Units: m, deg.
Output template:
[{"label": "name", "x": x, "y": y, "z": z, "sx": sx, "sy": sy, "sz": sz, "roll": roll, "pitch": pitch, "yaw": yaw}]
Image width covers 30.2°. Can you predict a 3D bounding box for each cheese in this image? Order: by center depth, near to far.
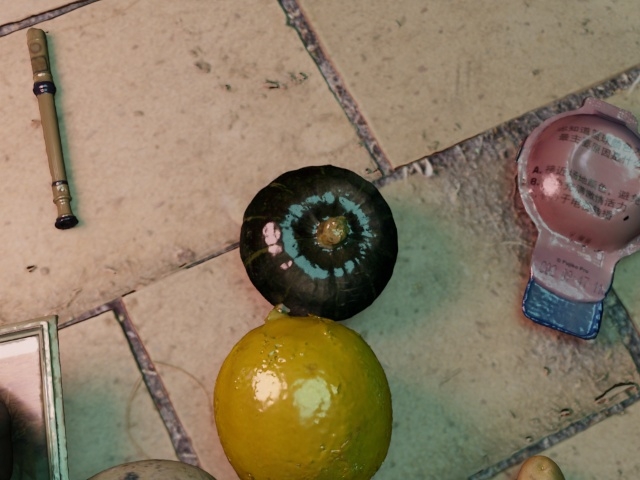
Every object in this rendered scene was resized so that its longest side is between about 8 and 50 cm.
[{"label": "cheese", "x": 0.299, "y": -0.031, "z": 1.333, "sx": 0.189, "sy": 0.074, "sz": 0.286, "roll": 18, "pitch": 71, "yaw": -5}]

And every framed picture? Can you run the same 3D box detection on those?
[{"label": "framed picture", "x": -0.360, "y": 0.193, "z": 1.085, "sx": 0.274, "sy": 0.017, "sz": 0.217, "roll": -13, "pitch": 72, "yaw": 8}]

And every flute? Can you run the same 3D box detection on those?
[{"label": "flute", "x": -0.289, "y": -0.124, "z": 1.267, "sx": 0.027, "sy": 0.027, "sz": 0.233, "roll": -8, "pitch": 72, "yaw": -15}]

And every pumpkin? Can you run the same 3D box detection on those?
[{"label": "pumpkin", "x": -0.001, "y": 0.001, "z": 1.230, "sx": 0.167, "sy": 0.125, "sz": 0.167, "roll": -3, "pitch": 63, "yaw": 6}]

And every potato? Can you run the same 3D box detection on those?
[{"label": "potato", "x": 0.231, "y": 0.264, "z": 1.216, "sx": 0.083, "sy": 0.062, "sz": 0.068, "roll": 51, "pitch": 39, "yaw": 9}]

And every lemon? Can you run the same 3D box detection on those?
[{"label": "lemon", "x": -0.015, "y": 0.167, "z": 1.141, "sx": 0.173, "sy": 0.173, "sz": 0.206, "roll": -14, "pitch": 70, "yaw": -16}]

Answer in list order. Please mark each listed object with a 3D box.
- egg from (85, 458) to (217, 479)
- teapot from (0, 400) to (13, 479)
[{"label": "egg", "x": -0.163, "y": 0.273, "z": 1.092, "sx": 0.181, "sy": 0.141, "sz": 0.141, "roll": 0, "pitch": 70, "yaw": -3}, {"label": "teapot", "x": -0.416, "y": 0.247, "z": 0.934, "sx": 0.253, "sy": 0.300, "sz": 0.344, "roll": 31, "pitch": 88, "yaw": -27}]
